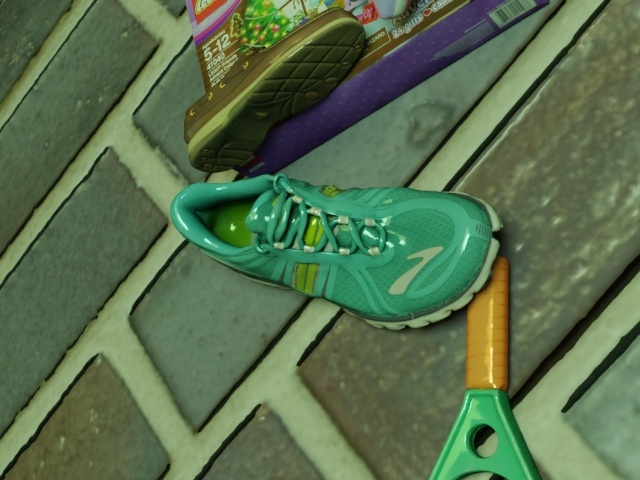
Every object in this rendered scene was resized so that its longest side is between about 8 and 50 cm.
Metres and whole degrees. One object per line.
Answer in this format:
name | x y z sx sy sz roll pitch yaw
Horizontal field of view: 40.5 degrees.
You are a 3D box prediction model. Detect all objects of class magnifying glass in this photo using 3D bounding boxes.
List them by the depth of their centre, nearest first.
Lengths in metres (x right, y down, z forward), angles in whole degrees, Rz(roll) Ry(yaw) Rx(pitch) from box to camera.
magnifying glass | 0.110 0.124 0.576 0.092 0.026 0.231 -7 69 34

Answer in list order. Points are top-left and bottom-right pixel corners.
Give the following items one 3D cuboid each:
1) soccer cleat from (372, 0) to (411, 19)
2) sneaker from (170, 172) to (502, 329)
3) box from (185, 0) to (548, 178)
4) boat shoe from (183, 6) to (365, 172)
soccer cleat | 0.011 -0.262 0.683 0.248 0.083 0.095 -124 29 -46
sneaker | 0.000 0.000 0.644 0.275 0.110 0.107 4 76 38
box | 0.021 -0.207 0.739 0.293 0.057 0.201 -30 58 24
boat shoe | -0.045 -0.126 0.681 0.178 0.064 0.060 -36 61 24
